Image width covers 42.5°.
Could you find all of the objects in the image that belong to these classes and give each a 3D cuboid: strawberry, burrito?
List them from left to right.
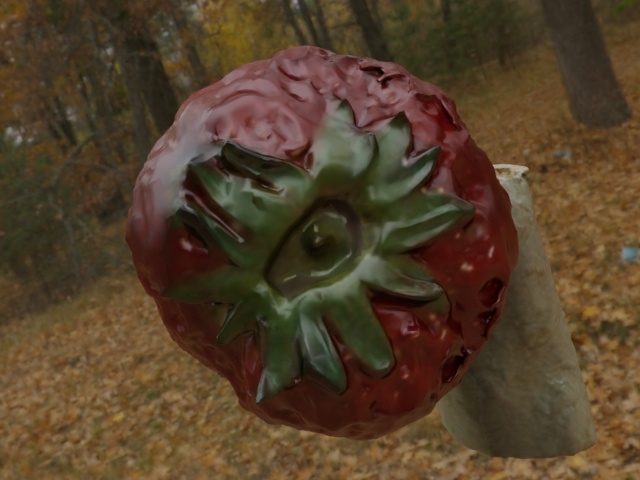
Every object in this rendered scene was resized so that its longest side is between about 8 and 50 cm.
[{"bbox_3d":[0.000,0.000,0.585,0.257,0.257,0.277,-21,2,-6],"label":"strawberry"},{"bbox_3d":[0.157,0.076,0.762,0.143,0.299,0.105,-17,18,6],"label":"burrito"}]
